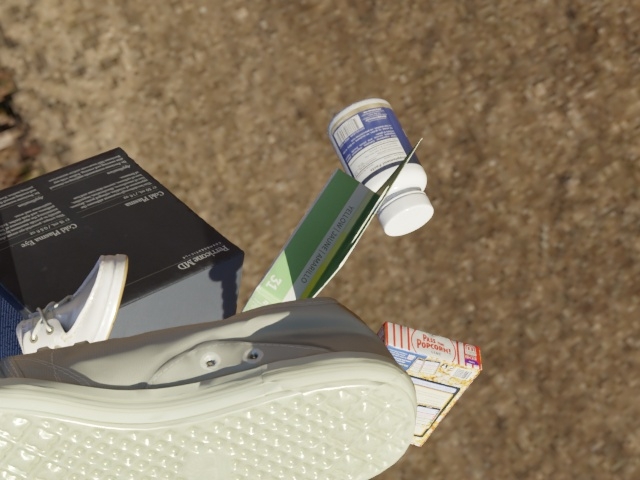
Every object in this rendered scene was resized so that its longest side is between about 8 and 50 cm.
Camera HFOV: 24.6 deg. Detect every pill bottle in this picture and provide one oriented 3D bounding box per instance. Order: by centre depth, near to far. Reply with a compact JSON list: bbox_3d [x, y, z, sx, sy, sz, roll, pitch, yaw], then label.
[{"bbox_3d":[0.082,-0.094,1.911,0.169,0.094,0.094,65,154,25],"label":"pill bottle"}]

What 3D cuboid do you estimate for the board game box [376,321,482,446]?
[{"bbox_3d":[0.117,0.205,2.057,0.045,0.147,0.193,-90,24,-44],"label":"board game box"}]

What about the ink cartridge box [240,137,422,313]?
[{"bbox_3d":[0.000,0.000,1.413,0.056,0.171,0.235,33,148,0],"label":"ink cartridge box"}]

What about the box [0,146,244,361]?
[{"bbox_3d":[-0.346,0.057,2.160,0.312,0.343,0.178,39,136,32],"label":"box"}]

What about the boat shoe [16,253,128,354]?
[{"bbox_3d":[-0.313,0.121,1.723,0.277,0.096,0.098,-59,14,23],"label":"boat shoe"}]

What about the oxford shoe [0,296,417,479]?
[{"bbox_3d":[-0.154,0.134,1.099,0.130,0.450,0.169,-108,12,-51],"label":"oxford shoe"}]
